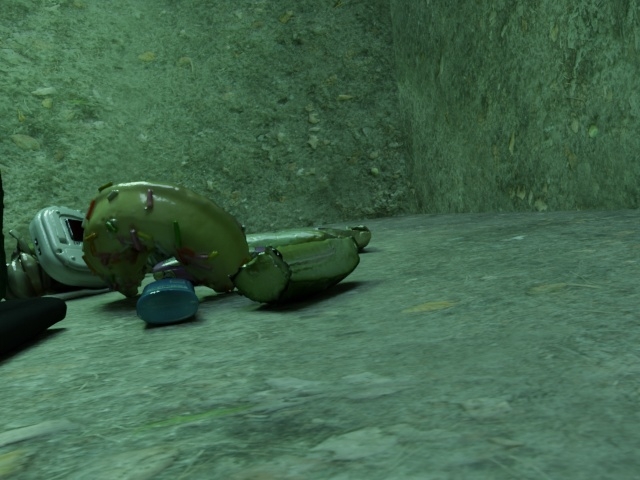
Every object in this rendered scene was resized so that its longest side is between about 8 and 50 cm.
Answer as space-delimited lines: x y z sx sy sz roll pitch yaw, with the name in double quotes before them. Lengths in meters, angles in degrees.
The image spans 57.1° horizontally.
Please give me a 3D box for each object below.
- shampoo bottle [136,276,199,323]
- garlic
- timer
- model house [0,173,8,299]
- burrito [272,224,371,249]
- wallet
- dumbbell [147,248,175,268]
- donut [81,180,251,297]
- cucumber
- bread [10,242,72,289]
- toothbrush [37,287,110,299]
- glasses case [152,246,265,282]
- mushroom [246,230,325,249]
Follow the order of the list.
"shampoo bottle" -0.287 0.106 1.112 0.104 0.061 0.258 -5 4 -13
"garlic" -0.749 0.069 1.471 0.127 0.194 0.131 -18 16 -31
"timer" -0.629 0.015 1.570 0.087 0.237 0.262 -41 -28 22
"model house" -0.930 -0.007 1.393 0.335 0.382 0.343 -8 6 -29
"burrito" -0.005 0.003 1.876 0.348 0.107 0.175 -5 -12 -20
"wallet" -0.566 0.152 0.879 0.228 0.062 0.406 -6 4 -2
"dumbbell" -0.656 0.020 2.012 0.406 0.179 0.179 -3 5 26
"donut" -0.352 0.007 1.279 0.371 0.307 0.150 -3 47 17
"cucumber" -0.026 0.060 1.156 0.145 0.105 0.325 -34 -11 30
"bread" -0.702 0.057 1.727 0.187 0.155 0.338 -7 3 34
"toothbrush" -0.612 0.130 1.462 0.025 0.029 0.307 7 12 43
"glasses case" -0.274 0.064 1.533 0.316 0.075 0.123 -8 -5 -17
"mushroom" -0.151 0.029 1.660 0.333 0.107 0.087 -2 21 8
